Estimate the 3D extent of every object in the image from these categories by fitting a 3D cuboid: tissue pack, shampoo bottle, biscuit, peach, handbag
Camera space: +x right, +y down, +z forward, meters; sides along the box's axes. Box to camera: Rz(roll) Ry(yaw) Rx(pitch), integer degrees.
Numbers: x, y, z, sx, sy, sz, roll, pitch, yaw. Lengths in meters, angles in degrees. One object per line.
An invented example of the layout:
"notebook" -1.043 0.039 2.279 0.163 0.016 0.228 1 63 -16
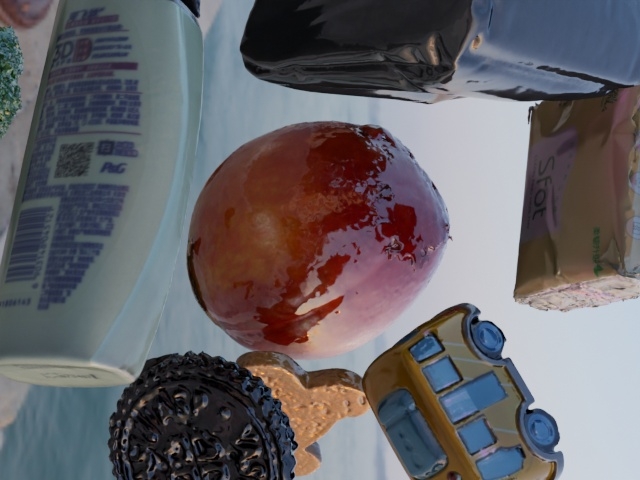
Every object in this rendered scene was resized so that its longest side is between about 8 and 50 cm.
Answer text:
"tissue pack" 0.323 -0.055 1.084 0.215 0.123 0.256 -22 -126 61
"shampoo bottle" -0.154 -0.074 0.710 0.078 0.134 0.359 47 44 -59
"biscuit" -0.084 0.246 1.224 0.049 0.205 0.324 -94 -152 -47
"biscuit" -0.111 0.195 0.874 0.053 0.195 0.194 -26 116 -70
"peach" 0.000 0.000 1.353 0.370 0.370 0.370 -1 90 -87
"handbag" 0.107 -0.211 0.822 0.302 0.275 0.177 -4 100 -48

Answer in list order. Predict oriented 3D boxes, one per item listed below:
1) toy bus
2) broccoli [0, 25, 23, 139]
"toy bus" 0.136 0.182 0.964 0.209 0.136 0.126 61 -39 15
"broccoli" -0.409 -0.176 0.873 0.270 0.270 0.270 -81 169 -72
